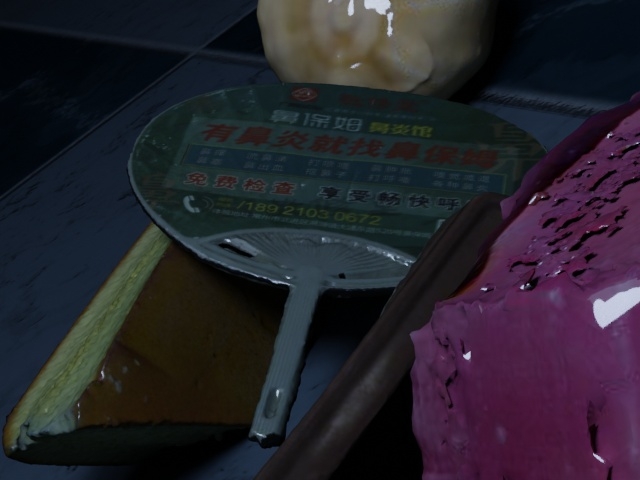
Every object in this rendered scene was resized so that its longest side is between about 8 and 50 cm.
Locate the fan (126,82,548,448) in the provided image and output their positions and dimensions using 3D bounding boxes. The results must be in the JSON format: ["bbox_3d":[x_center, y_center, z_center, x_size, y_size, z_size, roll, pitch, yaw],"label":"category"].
[{"bbox_3d":[0.027,-0.011,0.925,0.223,0.012,0.294,-10,37,-17],"label":"fan"}]

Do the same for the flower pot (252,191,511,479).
[{"bbox_3d":[0.052,0.115,0.531,0.251,0.179,0.084,-50,1,-39],"label":"flower pot"}]

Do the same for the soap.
[{"bbox_3d":[0.163,0.033,0.493,0.289,0.182,0.112,-6,0,-35],"label":"soap"}]

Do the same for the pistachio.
[{"bbox_3d":[0.044,-0.153,1.180,0.157,0.157,0.229,-24,16,24],"label":"pistachio"}]

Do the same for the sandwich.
[{"bbox_3d":[-0.073,0.046,0.953,0.094,0.096,0.258,-25,22,38],"label":"sandwich"}]
